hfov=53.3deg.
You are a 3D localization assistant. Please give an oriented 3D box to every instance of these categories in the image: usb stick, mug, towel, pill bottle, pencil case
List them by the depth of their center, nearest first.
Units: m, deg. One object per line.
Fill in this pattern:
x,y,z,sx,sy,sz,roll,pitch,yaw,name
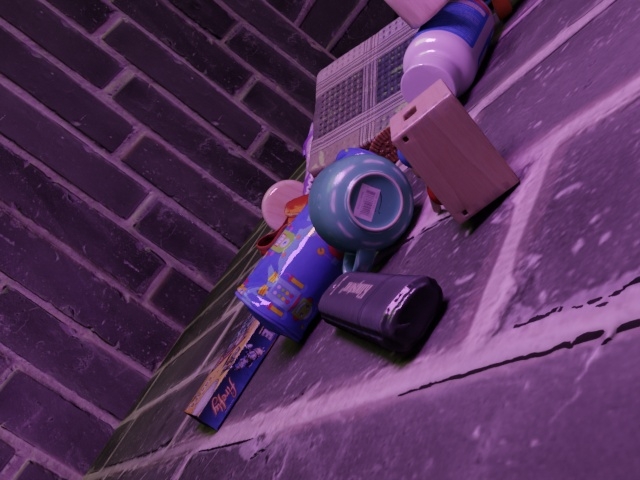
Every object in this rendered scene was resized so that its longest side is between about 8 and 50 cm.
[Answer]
0.053,0.068,0.684,0.077,0.045,0.278,-55,9,-8,usb stick
0.062,-0.036,0.835,0.129,0.158,0.097,-30,7,-13,mug
0.000,0.000,0.961,0.306,0.119,0.133,-55,33,-10,pencil case
0.211,-0.313,1.074,0.124,0.124,0.221,-42,13,49,pill bottle
0.106,-0.308,1.337,0.324,0.056,0.312,-23,51,39,towel

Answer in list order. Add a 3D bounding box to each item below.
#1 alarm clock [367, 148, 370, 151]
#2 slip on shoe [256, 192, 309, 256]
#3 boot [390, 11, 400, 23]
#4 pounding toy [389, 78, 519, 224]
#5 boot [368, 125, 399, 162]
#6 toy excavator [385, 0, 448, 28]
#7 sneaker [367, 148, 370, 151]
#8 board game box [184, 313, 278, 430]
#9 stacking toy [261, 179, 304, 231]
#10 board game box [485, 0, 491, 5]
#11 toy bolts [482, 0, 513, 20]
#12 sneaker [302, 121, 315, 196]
0.147,-0.248,1.361,0.192,0.064,0.129,-50,9,38,alarm clock
-0.026,-0.055,1.373,0.331,0.101,0.123,-46,10,32,slip on shoe
0.311,-0.703,1.992,0.260,0.131,0.348,130,163,-62,boot
0.129,-0.084,0.672,0.100,0.130,0.141,-37,14,17,pounding toy
0.118,-0.168,1.218,0.158,0.059,0.085,-50,5,27,boot
0.324,-0.547,0.951,0.433,0.222,0.445,-55,15,-21,toy excavator
0.109,-0.312,1.513,0.385,0.147,0.145,-56,11,-15,sneaker
-0.145,0.215,1.137,0.243,0.042,0.165,-57,10,-20,board game box
-0.095,-0.083,1.748,0.141,0.141,0.330,-54,5,-4,stacking toy
0.344,-0.582,1.485,0.302,0.086,0.308,-55,6,-10,board game box
0.282,-0.526,1.169,0.158,0.228,0.218,-23,30,22,toy bolts
-0.003,-0.199,1.578,0.104,0.095,0.236,15,93,48,sneaker
